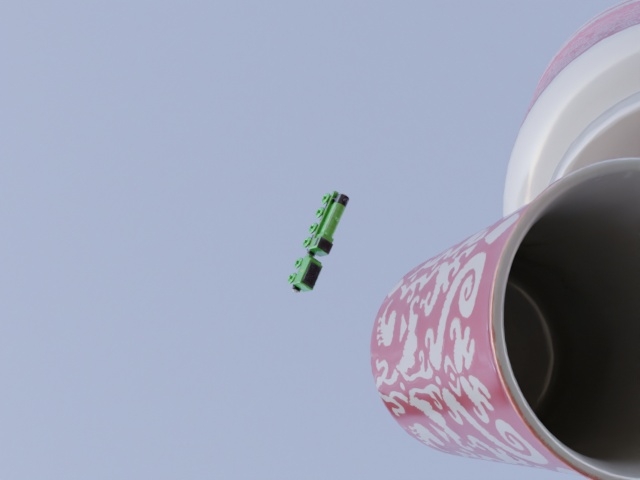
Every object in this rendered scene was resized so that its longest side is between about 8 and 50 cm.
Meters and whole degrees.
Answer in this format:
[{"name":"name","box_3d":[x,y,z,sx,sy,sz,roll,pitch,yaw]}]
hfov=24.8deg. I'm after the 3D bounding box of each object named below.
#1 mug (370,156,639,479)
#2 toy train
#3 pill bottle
[{"name":"mug","box_3d":[0.094,0.056,0.571,0.113,0.169,0.150,-25,-90,-18]},{"name":"toy train","box_3d":[0.000,0.000,1.032,0.017,0.024,0.083,33,-113,-23]},{"name":"pill bottle","box_3d":[0.235,-0.037,0.925,0.229,0.407,0.229,3,-77,11]}]
